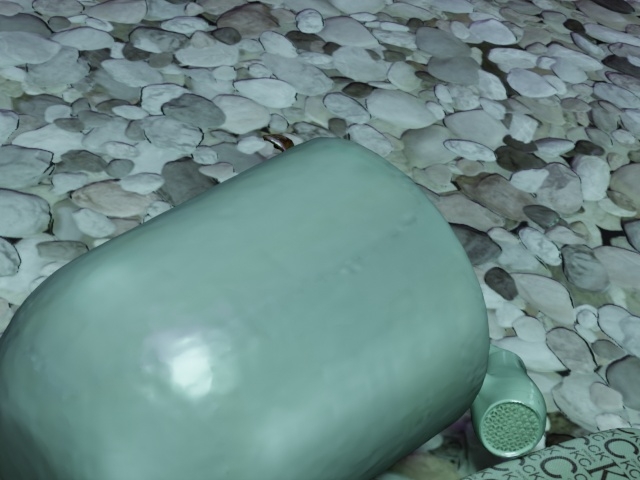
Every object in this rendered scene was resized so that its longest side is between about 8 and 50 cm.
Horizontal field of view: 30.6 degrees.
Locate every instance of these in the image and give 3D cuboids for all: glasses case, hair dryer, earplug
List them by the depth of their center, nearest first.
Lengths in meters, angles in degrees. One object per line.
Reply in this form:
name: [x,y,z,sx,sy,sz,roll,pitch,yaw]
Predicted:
earplug: [-0.089,0.121,1.026,0.394,0.312,0.312,-30,56,-36]
glasses case: [0.221,0.270,1.108,0.355,0.085,0.137,-13,44,-29]
hair dryer: [0.126,0.107,1.196,0.237,0.075,0.206,38,13,-4]

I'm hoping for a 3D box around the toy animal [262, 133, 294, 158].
toy animal: [0.005,-0.015,1.379,0.260,0.087,0.243,23,39,6]
